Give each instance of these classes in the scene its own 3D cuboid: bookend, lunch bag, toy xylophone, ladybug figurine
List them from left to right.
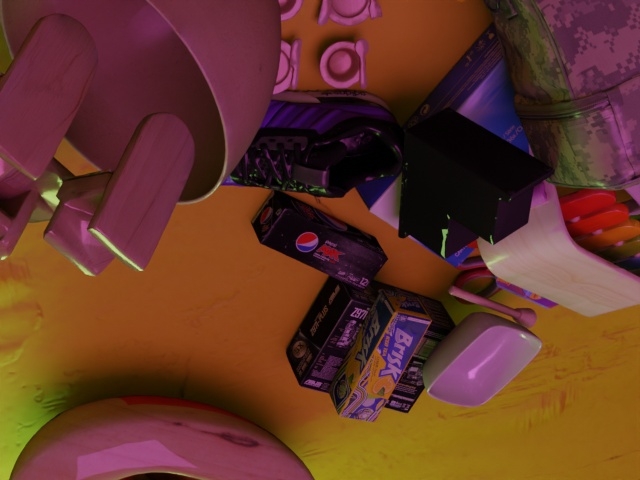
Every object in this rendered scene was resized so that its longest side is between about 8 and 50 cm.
[{"bbox_3d":[-0.197,0.333,1.478,0.449,0.162,0.305,24,111,-29],"label":"ladybug figurine"},{"bbox_3d":[0.169,-0.041,1.247,0.072,0.157,0.156,-30,139,-30],"label":"bookend"},{"bbox_3d":[0.298,0.028,1.393,0.236,0.081,0.322,-16,152,32],"label":"toy xylophone"},{"bbox_3d":[0.344,-0.225,1.177,0.305,0.212,0.256,-25,102,-6],"label":"lunch bag"}]

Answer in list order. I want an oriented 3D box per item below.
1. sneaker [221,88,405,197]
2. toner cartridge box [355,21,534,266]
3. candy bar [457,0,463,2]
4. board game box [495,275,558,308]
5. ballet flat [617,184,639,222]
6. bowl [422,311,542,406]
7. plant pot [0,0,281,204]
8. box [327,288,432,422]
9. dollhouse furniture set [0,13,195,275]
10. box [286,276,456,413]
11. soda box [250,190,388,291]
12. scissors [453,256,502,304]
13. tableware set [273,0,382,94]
[{"bbox_3d":[-0.035,-0.102,1.258,0.293,0.146,0.102,-8,124,-14],"label":"sneaker"},{"bbox_3d":[0.217,-0.142,1.361,0.165,0.075,0.348,31,108,-31],"label":"toner cartridge box"},{"bbox_3d":[0.125,-0.305,1.173,0.040,0.161,0.018,-39,139,12],"label":"candy bar"},{"bbox_3d":[0.317,0.028,1.512,0.168,0.033,0.133,24,101,-30],"label":"board game box"},{"bbox_3d":[0.448,-0.047,1.484,0.139,0.139,0.400,-37,121,7],"label":"ballet flat"},{"bbox_3d":[0.206,0.151,1.466,0.142,0.053,0.142,22,116,-45],"label":"bowl"},{"bbox_3d":[-0.148,-0.206,1.107,0.191,0.284,0.284,-48,135,-33],"label":"plant pot"},{"bbox_3d":[0.074,0.148,1.418,0.059,0.054,0.169,14,115,-26],"label":"box"},{"bbox_3d":[-0.356,-0.167,1.025,0.362,0.256,0.394,-6,142,38],"label":"dollhouse furniture set"},{"bbox_3d":[0.069,0.137,1.491,0.180,0.077,0.147,18,115,-28],"label":"box"},{"bbox_3d":[0.000,0.000,1.394,0.169,0.053,0.060,25,110,-31],"label":"soda box"},{"bbox_3d":[0.316,0.035,1.542,0.297,0.021,0.109,-3,121,-15],"label":"scissors"},{"bbox_3d":[-0.010,-0.233,1.248,0.168,0.020,0.141,-5,113,-15],"label":"tableware set"}]
